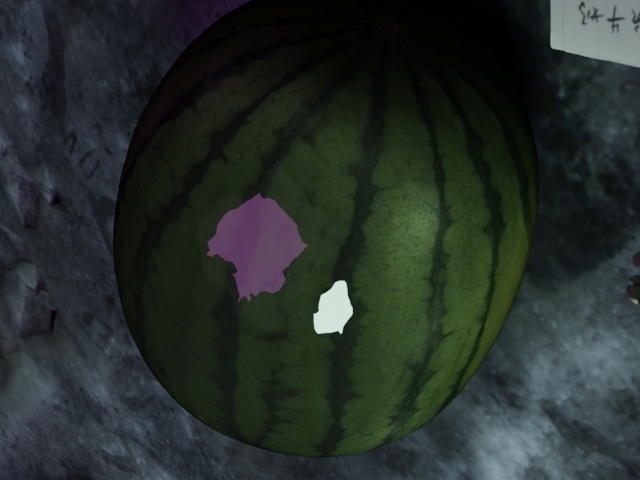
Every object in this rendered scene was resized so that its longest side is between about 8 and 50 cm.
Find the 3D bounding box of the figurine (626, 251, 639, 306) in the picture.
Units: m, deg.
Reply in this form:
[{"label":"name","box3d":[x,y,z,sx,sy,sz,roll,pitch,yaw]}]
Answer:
[{"label":"figurine","box3d":[0.282,0.120,0.658,0.166,0.207,0.386,-15,117,11]}]

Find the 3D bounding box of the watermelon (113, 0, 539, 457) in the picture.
[{"label":"watermelon","box3d":[0.000,0.000,0.775,0.279,0.279,0.359,35,136,25]}]

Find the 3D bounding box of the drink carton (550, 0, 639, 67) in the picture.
[{"label":"drink carton","box3d":[0.194,-0.198,0.572,0.134,0.102,0.222,19,128,36]}]
